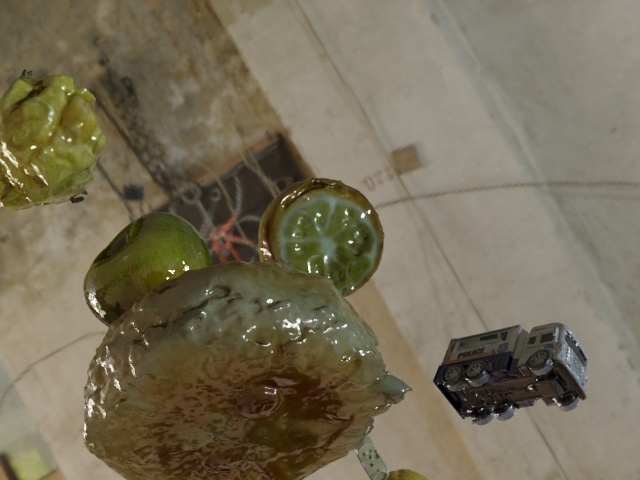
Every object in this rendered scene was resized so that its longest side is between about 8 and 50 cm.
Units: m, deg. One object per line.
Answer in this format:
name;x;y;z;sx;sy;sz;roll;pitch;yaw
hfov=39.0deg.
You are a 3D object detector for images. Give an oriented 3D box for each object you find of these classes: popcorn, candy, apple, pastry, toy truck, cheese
popcorn;-0.484;-0.161;1.568;0.252;0.215;0.286;-54;-173;-17
candy;0.000;0.000;1.816;0.260;0.259;0.118;-29;178;-18
apple;-0.252;0.054;1.352;0.196;0.157;0.196;-32;-151;20
pastry;-0.087;0.143;0.922;0.330;0.136;0.329;-9;135;-10
toy truck;0.355;0.231;1.653;0.268;0.124;0.155;-19;-151;39
cheese;0.069;0.358;1.607;0.037;0.097;0.192;-30;-165;-6

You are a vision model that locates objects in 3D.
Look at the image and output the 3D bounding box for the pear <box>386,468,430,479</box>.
pear;0.181;0.576;1.934;0.178;0.178;0.178;-30;178;-1
